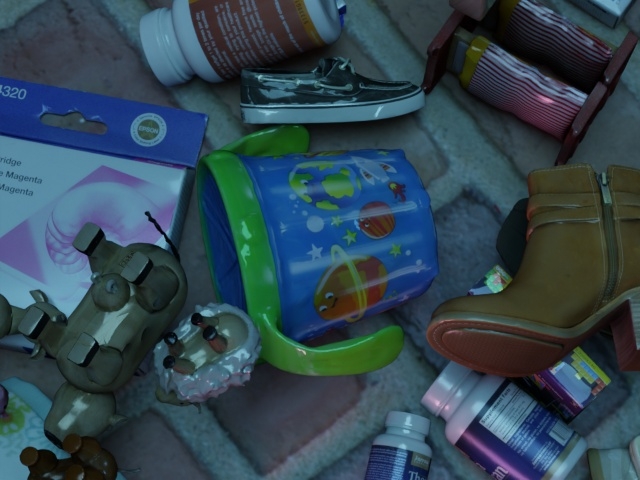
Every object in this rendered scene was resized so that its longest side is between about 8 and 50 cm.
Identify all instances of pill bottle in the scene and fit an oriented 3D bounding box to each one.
[{"bbox_3d":[0.084,0.249,1.413,0.067,0.067,0.120,12,75,5],"label":"pill bottle"},{"bbox_3d":[-0.095,-0.255,1.524,0.216,0.121,0.121,-17,73,14],"label":"pill bottle"},{"bbox_3d":[0.194,0.202,1.409,0.169,0.094,0.094,38,78,12],"label":"pill bottle"}]

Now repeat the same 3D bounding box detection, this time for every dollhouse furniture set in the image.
[{"bbox_3d":[0.236,-0.249,1.398,0.201,0.374,0.152,31,73,12],"label":"dollhouse furniture set"}]

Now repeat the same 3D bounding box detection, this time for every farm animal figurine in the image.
[{"bbox_3d":[-0.259,0.116,1.346,0.327,0.172,0.330,-43,63,-3],"label":"farm animal figurine"}]

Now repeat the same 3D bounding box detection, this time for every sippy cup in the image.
[{"bbox_3d":[0.000,0.000,1.419,0.224,0.240,0.305,-13,83,-13],"label":"sippy cup"}]

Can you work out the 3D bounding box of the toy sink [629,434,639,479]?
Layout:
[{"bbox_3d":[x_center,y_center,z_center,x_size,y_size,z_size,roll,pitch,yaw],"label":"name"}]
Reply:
[{"bbox_3d":[0.466,0.234,1.346,0.234,0.131,0.152,-12,73,-16],"label":"toy sink"}]

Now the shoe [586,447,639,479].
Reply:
[{"bbox_3d":[0.324,0.325,1.379,0.058,0.076,0.219,-6,72,5],"label":"shoe"}]

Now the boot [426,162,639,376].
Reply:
[{"bbox_3d":[0.232,0.017,1.317,0.283,0.109,0.220,-1,62,-9],"label":"boot"}]

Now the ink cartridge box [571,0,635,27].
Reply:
[{"bbox_3d":[0.333,-0.407,1.607,0.224,0.045,0.223,35,78,11],"label":"ink cartridge box"}]

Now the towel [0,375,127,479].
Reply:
[{"bbox_3d":[-0.317,0.321,1.292,0.374,0.090,0.320,40,39,21],"label":"towel"}]

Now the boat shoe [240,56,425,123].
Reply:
[{"bbox_3d":[0.016,-0.175,1.511,0.219,0.078,0.070,-5,105,-12],"label":"boat shoe"}]

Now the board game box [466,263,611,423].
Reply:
[{"bbox_3d":[0.226,0.118,1.409,0.048,0.141,0.170,-41,76,-10],"label":"board game box"}]

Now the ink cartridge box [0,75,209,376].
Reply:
[{"bbox_3d":[-0.323,-0.035,1.511,0.324,0.071,0.330,10,76,5],"label":"ink cartridge box"}]

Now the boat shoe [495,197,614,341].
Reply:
[{"bbox_3d":[0.342,0.066,1.433,0.324,0.120,0.122,31,84,19],"label":"boat shoe"}]

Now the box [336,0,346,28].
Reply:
[{"bbox_3d":[-0.030,-0.302,1.598,0.081,0.028,0.136,-33,74,-7],"label":"box"}]
